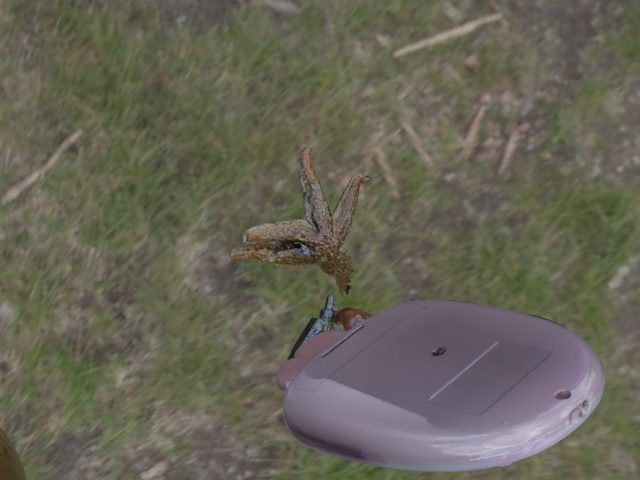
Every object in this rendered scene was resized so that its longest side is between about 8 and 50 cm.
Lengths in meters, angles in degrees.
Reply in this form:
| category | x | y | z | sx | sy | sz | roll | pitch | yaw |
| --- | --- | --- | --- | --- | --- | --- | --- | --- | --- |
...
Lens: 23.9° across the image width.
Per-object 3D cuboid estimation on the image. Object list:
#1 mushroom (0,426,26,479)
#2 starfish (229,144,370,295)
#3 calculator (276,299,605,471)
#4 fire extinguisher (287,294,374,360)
| category | x | y | z | sx | sy | sz | roll | pitch | yaw |
| --- | --- | --- | --- | --- | --- | --- | --- | --- | --- |
| mushroom | -0.342 | 0.258 | 0.993 | 0.259 | 0.345 | 0.345 | 24 | 66 | 21 |
| starfish | 0.005 | 0.000 | 1.154 | 0.133 | 0.041 | 0.130 | -46 | 127 | -17 |
| calculator | 0.042 | 0.057 | 0.629 | 0.103 | 0.166 | 0.024 | -36 | 117 | -34 |
| fire extinguisher | 0.050 | 0.087 | 1.121 | 0.177 | 0.050 | 0.062 | 20 | 78 | -36 |
